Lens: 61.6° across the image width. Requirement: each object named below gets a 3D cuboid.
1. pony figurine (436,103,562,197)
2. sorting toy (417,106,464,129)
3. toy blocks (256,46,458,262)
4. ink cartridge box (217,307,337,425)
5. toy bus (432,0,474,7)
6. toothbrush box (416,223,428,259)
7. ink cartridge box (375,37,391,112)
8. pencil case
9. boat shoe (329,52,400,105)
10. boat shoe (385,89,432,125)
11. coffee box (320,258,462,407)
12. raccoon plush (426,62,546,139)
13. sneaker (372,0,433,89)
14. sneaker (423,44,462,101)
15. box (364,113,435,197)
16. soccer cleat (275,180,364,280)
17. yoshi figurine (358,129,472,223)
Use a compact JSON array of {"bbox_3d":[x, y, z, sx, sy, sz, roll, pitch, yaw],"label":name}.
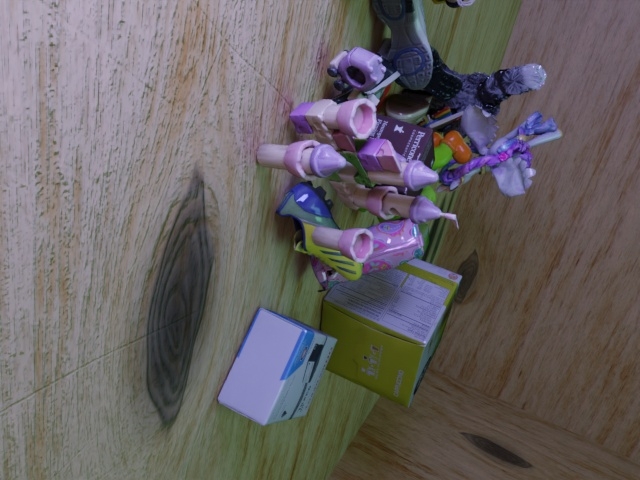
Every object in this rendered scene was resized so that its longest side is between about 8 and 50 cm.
[{"bbox_3d":[0.559,-0.272,1.674,0.363,0.303,0.351,-26,172,-15],"label":"pony figurine"},{"bbox_3d":[0.362,-0.374,1.670,0.274,0.046,0.132,-25,-179,-18],"label":"sorting toy"},{"bbox_3d":[0.105,-0.150,0.972,0.309,0.260,0.289,-54,132,-23],"label":"toy blocks"},{"bbox_3d":[-0.087,0.303,1.288,0.223,0.129,0.307,-66,161,-7],"label":"ink cartridge box"},{"bbox_3d":[0.293,-0.605,1.248,0.202,0.190,0.104,-64,161,-12],"label":"toy bus"},{"bbox_3d":[0.340,0.073,2.211,0.283,0.122,0.206,-62,160,-15],"label":"toothbrush box"},{"bbox_3d":[0.158,-0.388,1.345,0.146,0.045,0.179,-62,157,-17],"label":"ink cartridge box"},{"bbox_3d":[0.113,0.032,1.332,0.284,0.124,0.124,-18,143,-10],"label":"pencil case"},{"bbox_3d":[0.080,-0.337,1.166,0.233,0.079,0.084,-41,-169,-35],"label":"boat shoe"},{"bbox_3d":[0.248,-0.360,1.526,0.302,0.109,0.098,-49,157,-59],"label":"boat shoe"},{"bbox_3d":[0.219,0.268,1.757,0.334,0.338,0.338,-49,153,-43],"label":"coffee box"},{"bbox_3d":[0.566,-0.499,1.826,0.299,0.446,0.216,-48,126,-43],"label":"raccoon plush"},{"bbox_3d":[0.203,-0.479,1.211,0.297,0.110,0.129,68,37,-44],"label":"sneaker"},{"bbox_3d":[0.290,-0.502,1.528,0.107,0.124,0.283,-39,147,22],"label":"sneaker"},{"bbox_3d":[0.149,-0.187,1.291,0.169,0.203,0.167,-66,161,-10],"label":"box"},{"bbox_3d":[-0.001,-0.001,1.164,0.121,0.093,0.289,-42,129,-12],"label":"soccer cleat"},{"bbox_3d":[0.270,-0.159,1.566,0.362,0.203,0.204,-36,151,-16],"label":"yoshi figurine"}]
